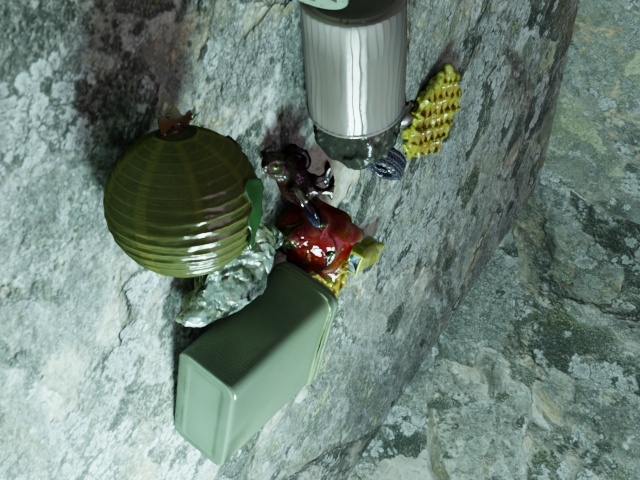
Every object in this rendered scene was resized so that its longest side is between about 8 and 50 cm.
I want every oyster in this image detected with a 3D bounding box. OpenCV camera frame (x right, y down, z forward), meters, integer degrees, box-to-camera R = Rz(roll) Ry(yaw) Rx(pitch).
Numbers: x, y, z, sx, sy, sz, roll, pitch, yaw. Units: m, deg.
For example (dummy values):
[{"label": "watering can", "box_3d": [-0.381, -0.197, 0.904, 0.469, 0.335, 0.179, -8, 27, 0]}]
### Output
[{"label": "oyster", "box_3d": [-0.180, 0.071, 1.632, 0.267, 0.112, 0.198, -58, 157, -6]}]

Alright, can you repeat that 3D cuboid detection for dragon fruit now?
[{"label": "dragon fruit", "box_3d": [-0.021, 0.006, 1.860, 0.200, 0.198, 0.269, -12, 163, -20]}]

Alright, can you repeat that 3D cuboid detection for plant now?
[{"label": "plant", "box_3d": [0.105, -0.274, 1.788, 0.234, 0.178, 0.204, -40, 147, -34]}]

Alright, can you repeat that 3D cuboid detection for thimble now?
[{"label": "thimble", "box_3d": [0.172, -0.208, 2.123, 0.104, 0.095, 0.066, 33, 71, -32]}]

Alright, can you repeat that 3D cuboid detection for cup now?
[{"label": "cup", "box_3d": [0.085, -0.386, 1.585, 0.288, 0.208, 0.273, -48, 152, -29]}]

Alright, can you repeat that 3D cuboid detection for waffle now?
[{"label": "waffle", "box_3d": [0.329, -0.358, 2.337, 0.307, 0.060, 0.312, -59, 155, -8]}, {"label": "waffle", "box_3d": [-0.001, 0.124, 2.143, 0.229, 0.057, 0.219, -40, 148, -42]}]

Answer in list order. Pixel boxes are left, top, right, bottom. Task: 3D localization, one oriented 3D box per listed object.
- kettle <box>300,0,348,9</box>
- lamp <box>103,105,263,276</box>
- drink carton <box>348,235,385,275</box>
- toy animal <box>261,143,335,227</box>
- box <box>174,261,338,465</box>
[{"label": "kettle", "box_3d": [0.018, -0.535, 1.384, 0.210, 0.160, 0.243, 78, 34, -84]}, {"label": "lamp", "box_3d": [-0.217, -0.082, 1.236, 0.250, 0.250, 0.284, -42, 141, -41]}, {"label": "drink carton", "box_3d": [0.133, 0.036, 2.319, 0.200, 0.074, 0.084, -25, 137, -54]}, {"label": "toy animal", "box_3d": [-0.057, -0.117, 1.672, 0.179, 0.218, 0.116, 17, 131, -27]}, {"label": "box", "box_3d": [-0.151, 0.278, 1.799, 0.344, 0.177, 0.352, -40, 156, -38]}]
